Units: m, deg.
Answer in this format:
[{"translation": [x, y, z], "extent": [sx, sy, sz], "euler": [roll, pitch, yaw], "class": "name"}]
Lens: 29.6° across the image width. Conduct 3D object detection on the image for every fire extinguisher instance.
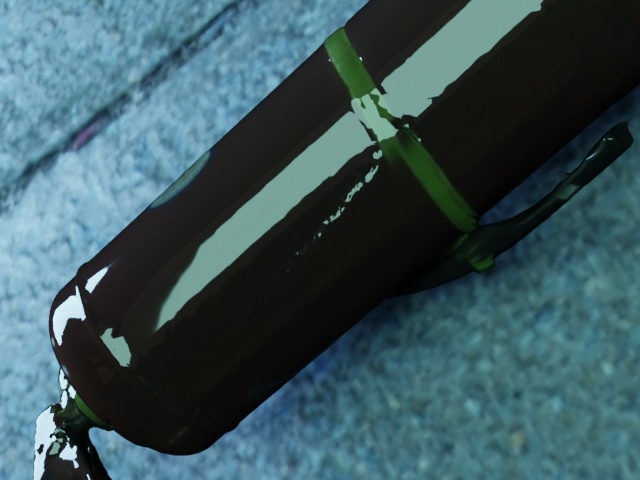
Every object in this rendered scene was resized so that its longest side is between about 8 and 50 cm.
[{"translation": [0.000, 0.000, 0.487], "extent": [0.341, 0.105, 0.141], "euler": [-42, 36, 11], "class": "fire extinguisher"}]
